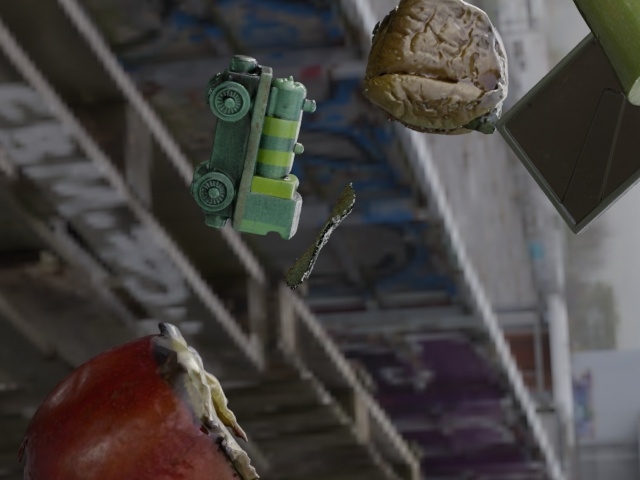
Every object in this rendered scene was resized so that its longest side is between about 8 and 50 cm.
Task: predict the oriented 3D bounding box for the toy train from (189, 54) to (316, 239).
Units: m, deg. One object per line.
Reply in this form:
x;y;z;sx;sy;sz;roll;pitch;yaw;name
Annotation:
-0.076;-0.107;1.980;0.083;0.132;0.200;-96;-163;-73;toy train

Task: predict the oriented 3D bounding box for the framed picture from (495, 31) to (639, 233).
0.285;-0.126;1.728;0.015;0.203;0.150;-1;51;-55;framed picture

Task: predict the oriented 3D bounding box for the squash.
0.229;-0.210;1.356;0.200;0.075;0.090;65;17;19;squash

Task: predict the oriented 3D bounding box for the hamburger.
0.150;-0.225;2.203;0.130;0.183;0.206;102;-4;-45;hamburger

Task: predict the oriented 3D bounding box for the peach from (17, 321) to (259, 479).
-0.201;0.310;2.173;0.339;0.353;0.416;51;-51;41;peach

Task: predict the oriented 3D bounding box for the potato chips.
0.000;0.000;2.142;0.142;0.026;0.209;-52;-176;12;potato chips
